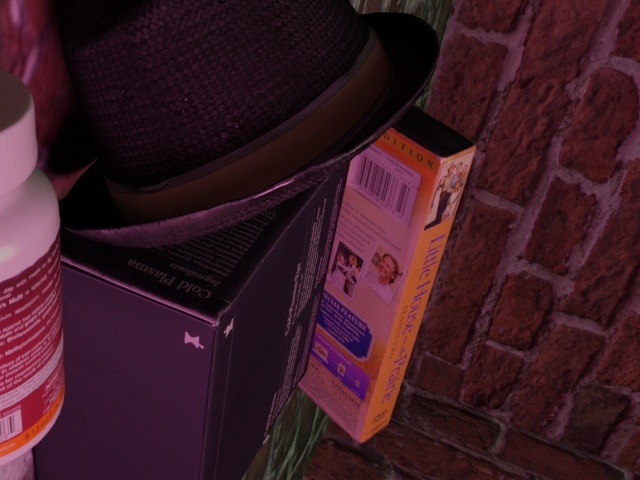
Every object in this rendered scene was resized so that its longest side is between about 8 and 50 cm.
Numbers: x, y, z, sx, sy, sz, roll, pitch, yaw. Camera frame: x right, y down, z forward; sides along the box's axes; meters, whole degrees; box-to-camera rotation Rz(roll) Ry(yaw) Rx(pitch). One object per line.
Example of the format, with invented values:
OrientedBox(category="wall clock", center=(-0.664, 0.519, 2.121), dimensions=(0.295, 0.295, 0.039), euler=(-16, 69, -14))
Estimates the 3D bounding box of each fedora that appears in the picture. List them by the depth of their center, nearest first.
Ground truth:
OrientedBox(category="fedora", center=(-0.075, -0.144, 0.584), dimensions=(0.334, 0.334, 0.152), euler=(-58, 133, -45))

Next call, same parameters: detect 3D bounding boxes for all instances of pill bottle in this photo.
OrientedBox(category="pill bottle", center=(-0.208, 0.019, 0.442), dimensions=(0.121, 0.121, 0.221), euler=(-55, 161, -53))

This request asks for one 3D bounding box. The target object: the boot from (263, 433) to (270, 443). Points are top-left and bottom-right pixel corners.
OrientedBox(category="boot", center=(-0.170, 0.352, 1.303), dimensions=(0.123, 0.095, 0.258), euler=(-63, 159, -6))

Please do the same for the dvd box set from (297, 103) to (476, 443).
OrientedBox(category="dvd box set", center=(0.000, 0.000, 0.944), dimensions=(0.062, 0.308, 0.420), euler=(-23, 138, -38))

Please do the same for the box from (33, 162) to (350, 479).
OrientedBox(category="box", center=(-0.124, 0.082, 0.793), dimensions=(0.312, 0.179, 0.343), euler=(-57, 162, -52))
